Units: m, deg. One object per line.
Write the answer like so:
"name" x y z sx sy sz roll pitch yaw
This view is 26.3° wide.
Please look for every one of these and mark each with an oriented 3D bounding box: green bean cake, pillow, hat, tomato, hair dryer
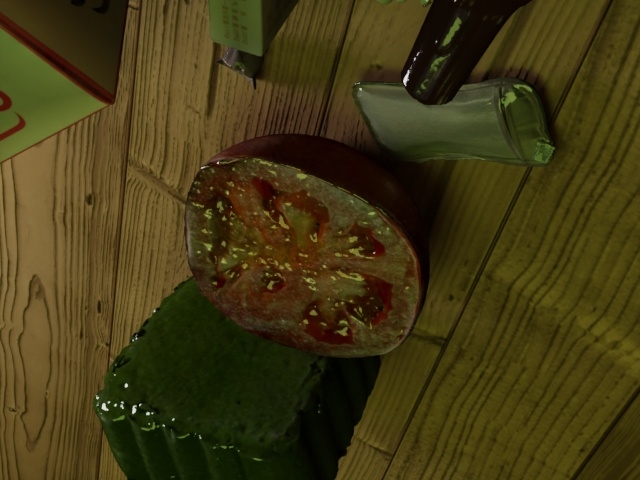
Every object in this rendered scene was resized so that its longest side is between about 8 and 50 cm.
"green bean cake" -0.104 0.216 1.875 0.319 0.335 0.218 11 139 28
"pillow" 0.148 -0.131 1.534 0.233 0.038 0.130 4 140 32
"hat" -0.089 -0.212 1.606 0.058 0.042 0.087 36 178 3
"tomato" -0.001 -0.009 1.692 0.338 0.143 0.338 15 139 14
"hair dryer" 0.077 -0.330 1.272 0.340 0.123 0.312 40 128 7

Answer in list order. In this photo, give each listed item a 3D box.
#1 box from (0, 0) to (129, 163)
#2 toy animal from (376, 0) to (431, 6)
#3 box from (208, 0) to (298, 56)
"box" -0.388 -0.264 1.340 0.312 0.314 0.300 -23 138 31
"toy animal" 0.072 -0.274 1.387 0.124 0.071 0.085 -3 134 37
"box" -0.057 -0.319 1.354 0.067 0.149 0.233 16 142 13
